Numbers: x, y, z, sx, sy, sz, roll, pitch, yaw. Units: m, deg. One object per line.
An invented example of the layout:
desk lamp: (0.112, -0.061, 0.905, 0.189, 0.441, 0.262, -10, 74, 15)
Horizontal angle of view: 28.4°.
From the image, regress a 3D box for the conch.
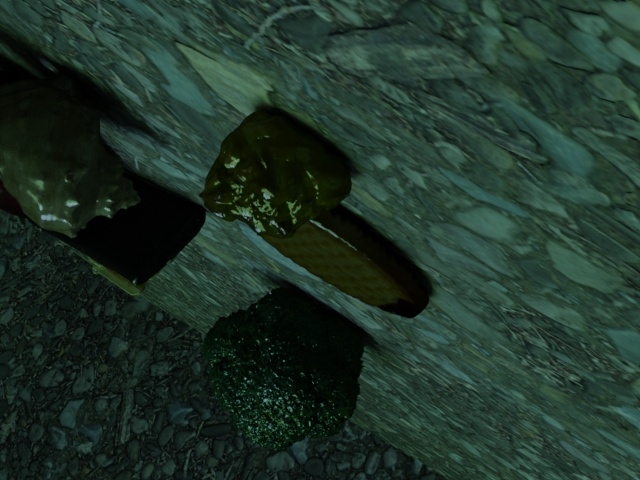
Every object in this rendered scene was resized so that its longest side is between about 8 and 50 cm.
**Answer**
conch: (-0.392, -0.141, 1.772, 0.324, 0.186, 0.263, 42, 170, -4)

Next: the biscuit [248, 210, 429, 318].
biscuit: (0.000, 0.000, 1.609, 0.318, 0.040, 0.318, 32, 168, 7)

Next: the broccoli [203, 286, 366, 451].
broccoli: (-0.060, 0.224, 2.263, 0.308, 0.308, 0.275, 35, -153, -5)

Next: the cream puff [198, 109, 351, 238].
cream puff: (-0.051, -0.060, 1.302, 0.146, 0.116, 0.146, 36, 169, 8)

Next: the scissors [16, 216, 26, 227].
scissors: (-0.579, -0.157, 2.227, 0.256, 0.029, 0.383, 44, -166, -38)

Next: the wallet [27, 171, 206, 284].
wallet: (-0.344, -0.036, 2.122, 0.321, 0.170, 0.044, 24, 153, 41)

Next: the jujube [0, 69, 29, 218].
jujube: (-0.485, -0.144, 2.021, 0.223, 0.223, 0.318, 26, 174, 37)

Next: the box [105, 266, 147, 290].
box: (-0.388, -0.046, 2.255, 0.279, 0.153, 0.041, 31, 169, 19)

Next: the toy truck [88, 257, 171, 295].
toy truck: (-0.417, -0.015, 2.471, 0.272, 0.157, 0.124, 34, 170, -1)
